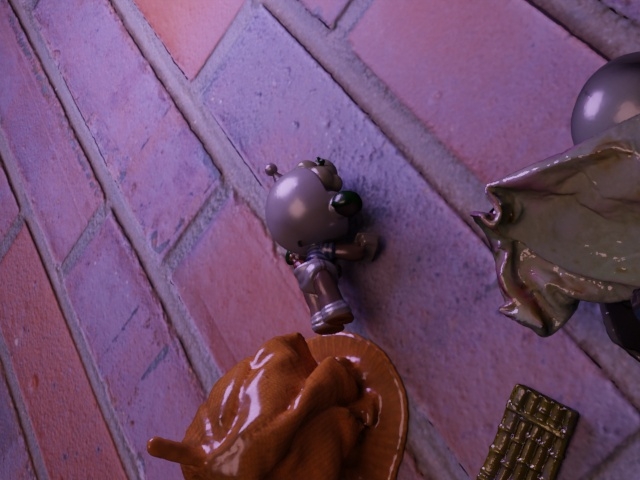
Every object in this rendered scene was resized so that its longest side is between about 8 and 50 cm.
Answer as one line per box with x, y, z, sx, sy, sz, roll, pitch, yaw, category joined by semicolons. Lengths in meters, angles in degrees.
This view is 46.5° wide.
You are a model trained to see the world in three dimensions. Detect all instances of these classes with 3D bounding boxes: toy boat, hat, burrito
0.173;0.187;0.639;0.063;0.016;0.115;24;96;42;toy boat
-0.078;0.195;0.710;0.244;0.233;0.233;-15;69;37;hat
0.220;-0.021;0.523;0.229;0.089;0.143;-22;96;37;burrito

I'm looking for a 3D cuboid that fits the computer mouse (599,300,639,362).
0.299;0.057;0.533;0.192;0.062;0.105;18;93;48;computer mouse

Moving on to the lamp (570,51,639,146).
0.250;-0.094;0.581;0.105;0.105;0.105;-11;73;39;lamp

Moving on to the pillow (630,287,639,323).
0.325;0.105;0.446;0.189;0.034;0.255;-26;94;29;pillow

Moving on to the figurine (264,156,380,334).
0.001;-0.001;0.787;0.147;0.094;0.197;-47;59;50;figurine
